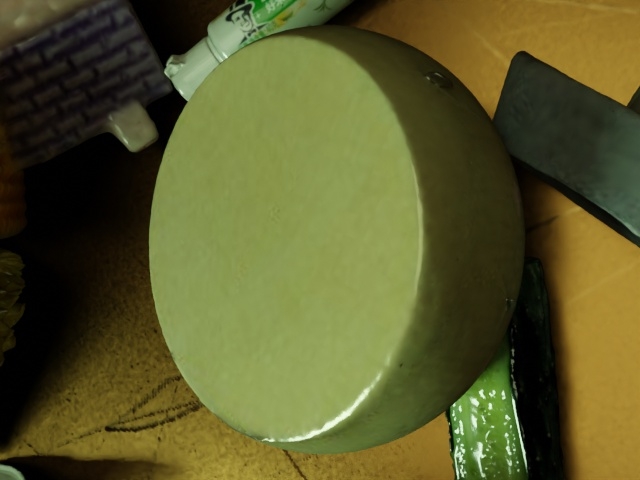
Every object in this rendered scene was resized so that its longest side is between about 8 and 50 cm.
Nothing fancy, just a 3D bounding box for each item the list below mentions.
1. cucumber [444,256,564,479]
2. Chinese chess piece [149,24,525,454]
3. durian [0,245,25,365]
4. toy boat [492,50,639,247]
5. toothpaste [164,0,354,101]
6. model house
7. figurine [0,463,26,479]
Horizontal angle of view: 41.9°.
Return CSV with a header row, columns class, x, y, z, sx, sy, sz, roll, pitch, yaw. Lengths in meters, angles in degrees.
class,x,y,z,sx,sy,sz,roll,pitch,yaw
cucumber,0.126,0.119,0.541,0.078,0.062,0.211,-10,89,54
Chinese chess piece,0.000,0.000,0.534,0.273,0.102,0.273,-1,88,45
durian,-0.309,0.034,0.723,0.224,0.078,0.140,32,130,43
toy boat,0.271,-0.072,0.459,0.293,0.111,0.276,-40,72,12
toothpaste,0.020,-0.203,0.607,0.314,0.056,0.058,-36,115,14
model house,-0.260,-0.130,0.658,0.237,0.202,0.237,-31,97,-14
figurine,-0.292,0.294,0.699,0.250,0.167,0.141,7,129,47
